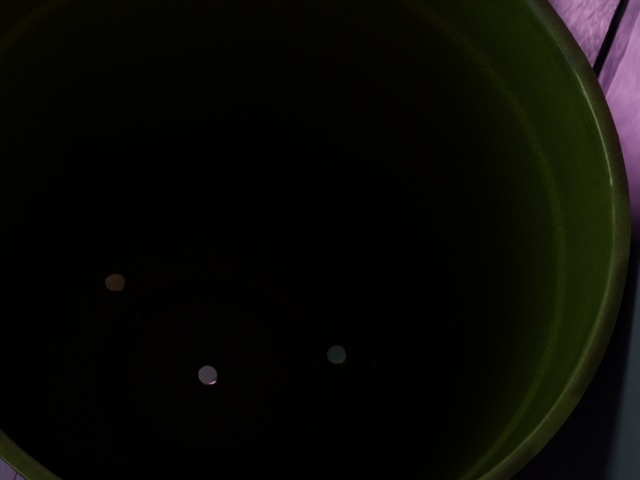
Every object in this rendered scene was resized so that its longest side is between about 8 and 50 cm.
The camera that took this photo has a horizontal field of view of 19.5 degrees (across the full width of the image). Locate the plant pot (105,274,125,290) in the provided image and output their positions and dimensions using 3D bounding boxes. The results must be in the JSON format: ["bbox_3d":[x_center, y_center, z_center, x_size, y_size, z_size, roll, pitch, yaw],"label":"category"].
[{"bbox_3d":[-0.063,-0.008,1.401,0.032,0.236,0.236,54,143,14],"label":"plant pot"}]

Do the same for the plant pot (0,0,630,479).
[{"bbox_3d":[-0.053,0.033,1.063,0.353,0.366,0.366,114,167,-68],"label":"plant pot"}]

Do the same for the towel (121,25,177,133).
[{"bbox_3d":[-0.013,-0.140,1.192,0.049,0.282,0.187,60,142,25],"label":"towel"}]

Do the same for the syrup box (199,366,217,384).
[{"bbox_3d":[-0.095,0.187,1.447,0.096,0.093,0.237,-114,43,-68],"label":"syrup box"}]
